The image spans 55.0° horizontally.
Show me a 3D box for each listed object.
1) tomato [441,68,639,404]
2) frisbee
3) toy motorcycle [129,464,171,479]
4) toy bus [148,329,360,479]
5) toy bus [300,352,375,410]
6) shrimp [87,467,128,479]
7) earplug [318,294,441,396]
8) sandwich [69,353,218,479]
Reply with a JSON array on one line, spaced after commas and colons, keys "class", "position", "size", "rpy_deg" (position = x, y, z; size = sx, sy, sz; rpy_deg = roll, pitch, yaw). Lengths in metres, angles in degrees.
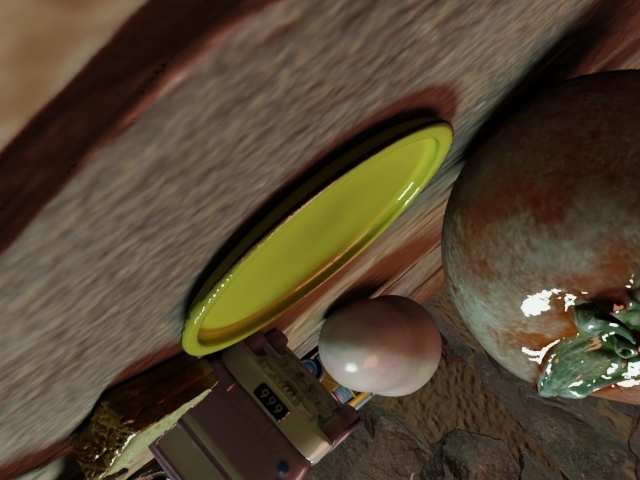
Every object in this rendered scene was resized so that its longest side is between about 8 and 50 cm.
[{"class": "tomato", "position": [0.269, 0.003, 0.561], "size": [0.316, 0.317, 0.282], "rpy_deg": [-55, -168, 48]}, {"class": "frisbee", "position": [0.000, 0.000, 0.429], "size": [0.236, 0.017, 0.236], "rpy_deg": [-38, 168, -10]}, {"class": "toy motorcycle", "position": [-0.290, 0.459, 0.889], "size": [0.325, 0.148, 0.221], "rpy_deg": [-49, 143, -3]}, {"class": "toy bus", "position": [-0.059, 0.178, 0.601], "size": [0.142, 0.142, 0.202], "rpy_deg": [-46, 167, 0]}, {"class": "toy bus", "position": [0.034, 0.261, 1.167], "size": [0.209, 0.136, 0.126], "rpy_deg": [-34, 166, -22]}, {"class": "shrimp", "position": [-0.256, 0.261, 0.436], "size": [0.247, 0.085, 0.360], "rpy_deg": [-41, 174, 3]}, {"class": "earplug", "position": [0.075, 0.152, 0.910], "size": [0.172, 0.172, 0.301], "rpy_deg": [-42, 160, 7]}, {"class": "sandwich", "position": [-0.127, 0.127, 0.452], "size": [0.093, 0.035, 0.105], "rpy_deg": [-50, 166, 33]}]
